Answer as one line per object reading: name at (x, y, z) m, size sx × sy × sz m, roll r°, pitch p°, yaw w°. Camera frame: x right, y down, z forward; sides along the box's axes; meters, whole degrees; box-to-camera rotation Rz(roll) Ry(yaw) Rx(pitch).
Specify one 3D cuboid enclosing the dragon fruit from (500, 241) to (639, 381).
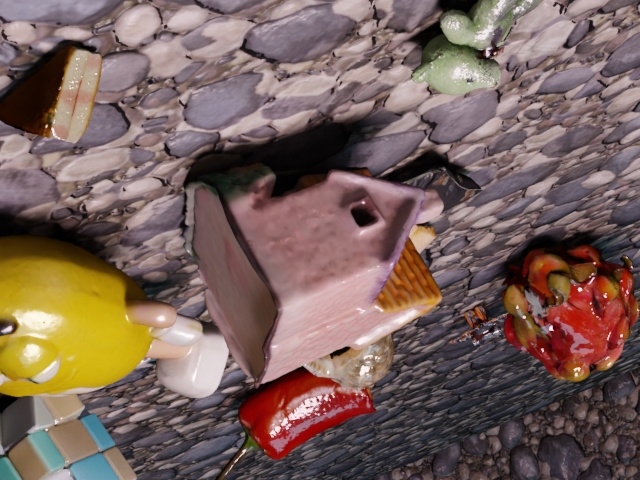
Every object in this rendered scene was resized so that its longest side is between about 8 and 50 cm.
dragon fruit at (0.407, 0.104, 1.869) m, size 0.228 × 0.243 × 0.307 m, roll -7°, pitch 127°, yaw 25°

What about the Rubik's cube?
Rubik's cube at (-0.418, 0.322, 1.570) m, size 0.265 × 0.213 × 0.224 m, roll -40°, pitch 170°, yaw 15°

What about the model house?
model house at (0.000, 0.000, 1.204) m, size 0.237 × 0.202 × 0.237 m, roll -21°, pitch 156°, yaw -19°

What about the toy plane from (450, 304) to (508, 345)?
toy plane at (0.312, 0.168, 2.108) m, size 0.135 × 0.062 × 0.188 m, roll -26°, pitch 159°, yaw 7°

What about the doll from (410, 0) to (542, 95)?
doll at (0.155, -0.194, 1.053) m, size 0.115 × 0.077 × 0.150 m, roll -13°, pitch 149°, yaw -52°

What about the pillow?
pillow at (0.136, -0.062, 1.381) m, size 0.090 × 0.048 × 0.150 m, roll -32°, pitch 160°, yaw 19°

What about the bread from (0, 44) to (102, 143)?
bread at (-0.216, -0.106, 0.902) m, size 0.109 × 0.062 × 0.043 m, roll -31°, pitch 159°, yaw 30°

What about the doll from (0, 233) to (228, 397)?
doll at (-0.284, 0.099, 1.216) m, size 0.423 × 0.161 × 0.348 m, roll 9°, pitch 160°, yaw -38°

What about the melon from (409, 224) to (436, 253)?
melon at (0.090, -0.002, 1.482) m, size 0.098 × 0.054 × 0.182 m, roll -33°, pitch 158°, yaw 12°

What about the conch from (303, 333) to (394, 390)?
conch at (0.045, 0.147, 1.695) m, size 0.155 × 0.130 × 0.207 m, roll -25°, pitch 149°, yaw -33°

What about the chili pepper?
chili pepper at (-0.074, 0.316, 1.988) m, size 0.338 × 0.131 × 0.134 m, roll -26°, pitch -176°, yaw 1°
